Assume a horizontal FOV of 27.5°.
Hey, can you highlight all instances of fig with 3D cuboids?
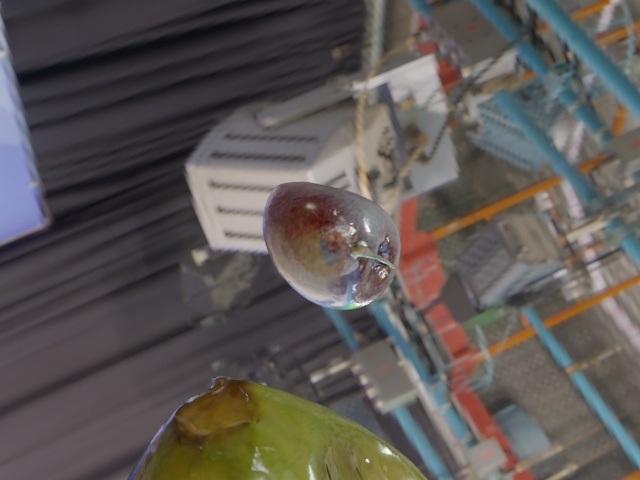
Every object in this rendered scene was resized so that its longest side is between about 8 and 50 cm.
[{"bbox_3d":[-0.014,0.130,0.488,0.154,0.144,0.166,8,-51,24],"label":"fig"}]

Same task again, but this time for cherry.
[{"bbox_3d":[-0.003,-0.006,1.184,0.188,0.115,0.148,24,37,-63],"label":"cherry"}]
